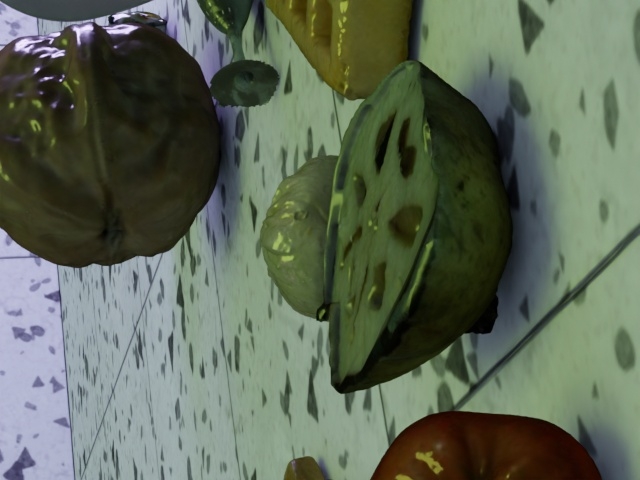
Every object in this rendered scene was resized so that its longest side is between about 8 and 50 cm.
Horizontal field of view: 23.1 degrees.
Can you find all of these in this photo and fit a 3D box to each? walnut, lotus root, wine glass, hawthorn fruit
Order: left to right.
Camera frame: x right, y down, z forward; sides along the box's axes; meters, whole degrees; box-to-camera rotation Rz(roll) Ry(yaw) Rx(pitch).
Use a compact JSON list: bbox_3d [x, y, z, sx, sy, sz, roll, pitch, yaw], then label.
[{"bbox_3d":[-0.230,-0.101,1.599,0.227,0.273,0.273,53,-163,-49],"label":"walnut"},{"bbox_3d":[-0.085,-0.209,1.419,0.066,0.066,0.198,106,156,-48],"label":"wine glass"},{"bbox_3d":[0.060,-0.003,0.901,0.203,0.078,0.183,136,142,-65],"label":"lotus root"},{"bbox_3d":[0.083,0.150,0.765,0.125,0.125,0.140,-119,7,-59],"label":"hawthorn fruit"}]

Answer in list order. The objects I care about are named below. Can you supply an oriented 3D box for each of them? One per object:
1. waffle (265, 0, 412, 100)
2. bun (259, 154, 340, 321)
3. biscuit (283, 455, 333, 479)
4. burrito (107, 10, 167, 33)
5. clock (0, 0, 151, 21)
[{"bbox_3d":[0.015,-0.240,1.062,0.221,0.055,0.248,-123,34,-62],"label":"waffle"},{"bbox_3d":[0.000,0.000,1.050,0.115,0.069,0.115,4,-90,-67],"label":"bun"},{"bbox_3d":[0.005,0.273,1.203,0.238,0.041,0.212,154,119,-73],"label":"biscuit"},{"bbox_3d":[-0.219,-0.158,1.875,0.144,0.089,0.229,-97,9,-79],"label":"burrito"},{"bbox_3d":[-0.197,-0.356,1.282,0.102,0.338,0.338,-116,28,-61],"label":"clock"}]
